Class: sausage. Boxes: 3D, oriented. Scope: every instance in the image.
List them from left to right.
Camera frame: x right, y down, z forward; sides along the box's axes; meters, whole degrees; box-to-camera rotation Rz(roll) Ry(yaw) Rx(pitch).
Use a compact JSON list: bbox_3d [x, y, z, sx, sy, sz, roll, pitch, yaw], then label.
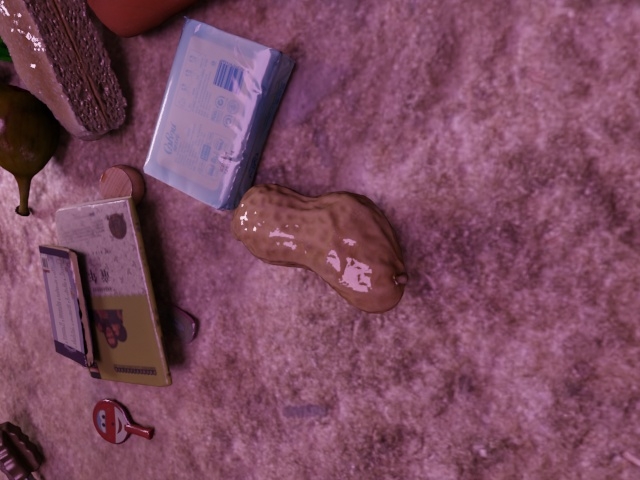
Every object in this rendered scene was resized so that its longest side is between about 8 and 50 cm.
[{"bbox_3d":[-0.223,-0.430,0.750,0.304,0.121,0.121,-18,93,21],"label":"sausage"}]

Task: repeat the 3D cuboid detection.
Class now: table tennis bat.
[{"bbox_3d":[-0.411,0.382,0.998,0.154,0.019,0.098,8,101,20],"label":"table tennis bat"}]

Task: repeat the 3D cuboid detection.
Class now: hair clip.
[{"bbox_3d":[-0.293,0.148,0.917,0.137,0.022,0.054,24,106,13],"label":"hair clip"}]

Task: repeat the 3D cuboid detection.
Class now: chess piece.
[{"bbox_3d":[-0.369,-0.099,0.895,0.083,0.038,0.084,4,101,19],"label":"chess piece"}]

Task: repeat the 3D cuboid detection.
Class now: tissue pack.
[{"bbox_3d":[-0.169,-0.201,0.788,0.177,0.089,0.264,26,108,14],"label":"tissue pack"}]

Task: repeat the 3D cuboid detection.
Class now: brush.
[{"bbox_3d":[-0.648,0.539,1.082,0.084,0.071,0.301,-20,101,36],"label":"brush"}]

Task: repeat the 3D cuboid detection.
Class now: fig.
[{"bbox_3d":[-0.578,-0.155,0.902,0.151,0.151,0.260,19,108,14],"label":"fig"}]

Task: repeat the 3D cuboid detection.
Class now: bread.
[{"bbox_3d":[-0.457,-0.333,0.800,0.183,0.102,0.338,13,131,31],"label":"bread"}]

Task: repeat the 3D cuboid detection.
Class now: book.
[{"bbox_3d":[-0.499,0.125,0.949,0.157,0.026,0.231,5,103,42],"label":"book"},{"bbox_3d":[-0.394,0.098,0.906,0.239,0.035,0.353,-5,97,33],"label":"book"}]

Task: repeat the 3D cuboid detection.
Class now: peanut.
[{"bbox_3d":[0.007,-0.006,0.738,0.291,0.143,0.159,25,72,18],"label":"peanut"}]

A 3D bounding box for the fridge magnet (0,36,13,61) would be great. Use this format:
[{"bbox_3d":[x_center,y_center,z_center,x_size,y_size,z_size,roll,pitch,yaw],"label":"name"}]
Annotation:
[{"bbox_3d":[-0.586,-0.438,0.883,0.207,0.088,0.208,4,105,17],"label":"fridge magnet"}]
